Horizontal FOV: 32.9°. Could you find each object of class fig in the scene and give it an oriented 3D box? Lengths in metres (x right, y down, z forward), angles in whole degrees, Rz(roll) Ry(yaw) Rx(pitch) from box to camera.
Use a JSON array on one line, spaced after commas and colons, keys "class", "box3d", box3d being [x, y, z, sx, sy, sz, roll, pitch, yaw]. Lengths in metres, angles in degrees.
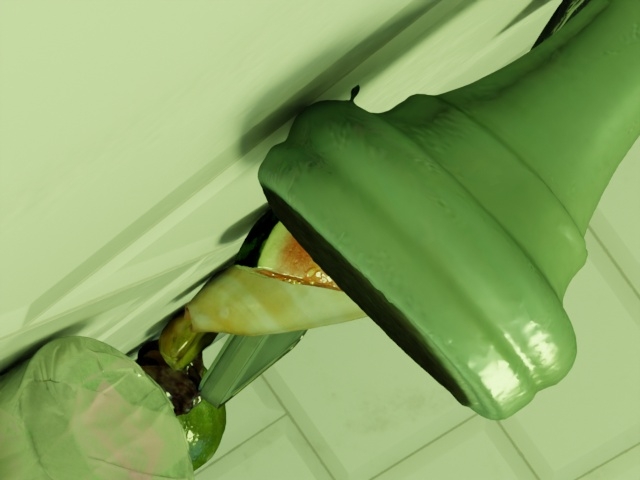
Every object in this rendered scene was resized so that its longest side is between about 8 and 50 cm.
[{"class": "fig", "box3d": [-0.233, 0.222, 1.584, 0.203, 0.203, 0.235, -31, 136, -57]}]

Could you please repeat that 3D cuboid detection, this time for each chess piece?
[{"class": "chess piece", "box3d": [0.132, -0.069, 0.579, 0.299, 0.194, 0.194, -44, 178, -5]}]

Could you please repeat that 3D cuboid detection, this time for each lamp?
[{"class": "lamp", "box3d": [-0.028, 0.070, 1.365, 0.266, 0.047, 0.269, -58, 169, 23]}]

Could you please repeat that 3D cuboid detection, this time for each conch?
[{"class": "conch", "box3d": [-0.015, 0.020, 1.092, 0.255, 0.127, 0.158, -12, -157, -13]}]

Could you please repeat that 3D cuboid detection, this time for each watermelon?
[{"class": "watermelon", "box3d": [0.000, 0.000, 0.887, 0.135, 0.094, 0.125, -39, 169, -4]}]

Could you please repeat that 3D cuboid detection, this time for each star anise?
[{"class": "star anise", "box3d": [-0.233, 0.212, 1.372, 0.220, 0.126, 0.190, -33, -159, 14]}]

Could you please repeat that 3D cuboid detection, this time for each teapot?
[{"class": "teapot", "box3d": [-0.181, 0.190, 0.787, 0.178, 0.221, 0.163, -31, -146, 22]}]

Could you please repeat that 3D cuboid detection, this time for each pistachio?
[{"class": "pistachio", "box3d": [-0.159, 0.109, 1.272, 0.089, 0.049, 0.173, -58, 173, 4]}]

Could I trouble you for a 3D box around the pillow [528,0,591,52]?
[{"class": "pillow", "box3d": [0.239, -0.196, 0.781, 0.208, 0.055, 0.141, -34, 171, -21]}]
